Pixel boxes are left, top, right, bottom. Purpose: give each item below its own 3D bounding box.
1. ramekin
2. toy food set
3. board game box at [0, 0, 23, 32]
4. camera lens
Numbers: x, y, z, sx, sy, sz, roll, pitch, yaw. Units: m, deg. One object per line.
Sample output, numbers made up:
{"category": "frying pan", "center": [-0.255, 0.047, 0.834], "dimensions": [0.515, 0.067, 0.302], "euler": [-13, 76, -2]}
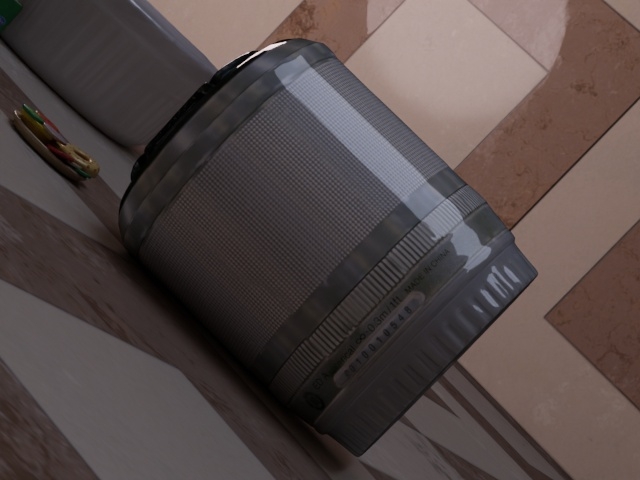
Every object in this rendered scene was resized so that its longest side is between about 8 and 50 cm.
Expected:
{"category": "ramekin", "center": [-0.238, -0.216, 2.060], "dimensions": [0.273, 0.127, 0.273], "euler": [44, 4, -4]}
{"category": "toy food set", "center": [-0.215, -0.078, 1.563], "dimensions": [0.083, 0.020, 0.082], "euler": [45, 4, 1]}
{"category": "board game box", "center": [-0.445, -0.349, 1.943], "dimensions": [0.317, 0.046, 0.213], "euler": [47, 4, 37]}
{"category": "camera lens", "center": [0.000, 0.000, 1.473], "dimensions": [0.274, 0.219, 0.219], "euler": [45, 4, 7]}
